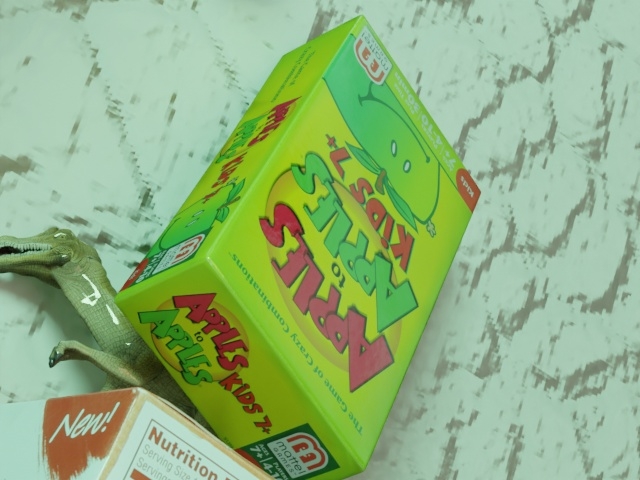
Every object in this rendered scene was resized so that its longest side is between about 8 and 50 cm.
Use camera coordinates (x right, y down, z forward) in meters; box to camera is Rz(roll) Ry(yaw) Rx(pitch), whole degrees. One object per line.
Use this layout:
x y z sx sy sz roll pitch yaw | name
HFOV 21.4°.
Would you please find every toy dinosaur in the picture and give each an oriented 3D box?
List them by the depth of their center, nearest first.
-0.041 0.063 0.601 0.183 0.053 0.092 43 38 -24 | toy dinosaur

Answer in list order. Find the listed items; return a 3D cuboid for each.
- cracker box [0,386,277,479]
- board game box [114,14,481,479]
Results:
-0.116 0.157 0.468 0.067 0.155 0.232 40 60 -27 | cracker box
0.000 0.000 0.621 0.092 0.043 0.181 55 32 -18 | board game box
